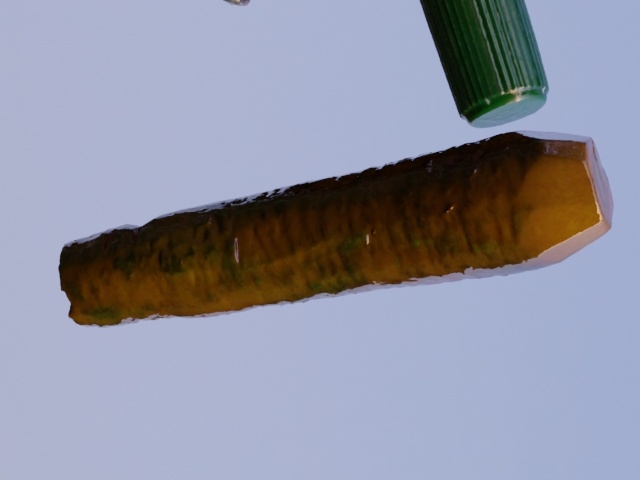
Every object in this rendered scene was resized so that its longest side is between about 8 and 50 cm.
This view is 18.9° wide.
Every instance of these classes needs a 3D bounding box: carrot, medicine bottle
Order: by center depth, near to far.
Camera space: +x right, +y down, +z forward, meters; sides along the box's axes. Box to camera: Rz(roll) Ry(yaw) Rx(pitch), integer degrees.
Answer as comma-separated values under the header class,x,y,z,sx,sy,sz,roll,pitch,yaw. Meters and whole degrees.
class,x,y,z,sx,sy,sz,roll,pitch,yaw
carrot,0.000,0.000,0.562,0.042,0.171,0.042,-11,90,-73
medicine bottle,0.056,-0.183,0.977,0.095,0.064,0.260,59,15,-77

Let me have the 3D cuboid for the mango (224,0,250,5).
class,x,y,z,sx,sy,sz,roll,pitch,yaw
mango,0.044,-0.266,0.730,0.199,0.221,0.384,30,-88,34
